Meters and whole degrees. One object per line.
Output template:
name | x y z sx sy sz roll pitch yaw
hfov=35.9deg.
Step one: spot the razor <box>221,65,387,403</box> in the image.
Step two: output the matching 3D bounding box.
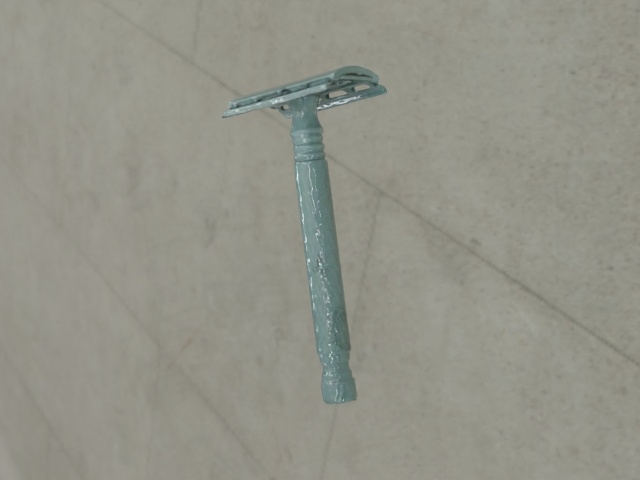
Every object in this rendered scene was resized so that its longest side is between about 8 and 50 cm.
razor | 0.000 0.000 0.701 0.106 0.068 0.231 -9 88 43
